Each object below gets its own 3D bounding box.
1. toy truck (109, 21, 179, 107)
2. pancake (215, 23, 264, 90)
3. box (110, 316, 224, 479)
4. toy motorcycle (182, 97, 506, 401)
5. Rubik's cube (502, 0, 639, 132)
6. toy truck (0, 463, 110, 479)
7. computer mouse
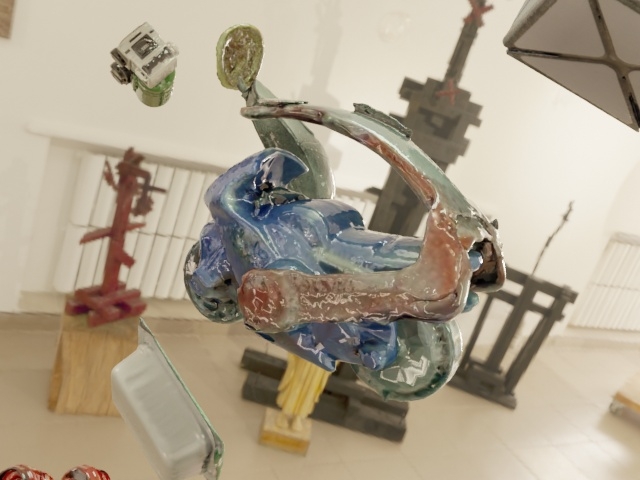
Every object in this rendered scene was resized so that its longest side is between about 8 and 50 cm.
[{"bbox_3d":[-0.356,-0.351,1.405,0.125,0.101,0.242,48,-13,-8],"label":"toy truck"},{"bbox_3d":[-0.123,-0.282,1.050,0.017,0.108,0.108,25,18,36],"label":"pancake"},{"bbox_3d":[-0.330,0.362,1.395,0.106,0.264,0.336,-27,64,-31],"label":"box"},{"bbox_3d":[0.012,0.000,0.649,0.319,0.241,0.182,18,-9,28],"label":"toy motorcycle"},{"bbox_3d":[0.427,-0.326,0.867,0.255,0.260,0.259,28,-11,-3],"label":"Rubik's cube"},{"bbox_3d":[-0.465,0.473,1.048,0.265,0.239,0.189,-14,-23,24],"label":"toy truck"},{"bbox_3d":[-0.033,-0.122,0.900,0.068,0.229,0.113,-26,14,4],"label":"computer mouse"}]
